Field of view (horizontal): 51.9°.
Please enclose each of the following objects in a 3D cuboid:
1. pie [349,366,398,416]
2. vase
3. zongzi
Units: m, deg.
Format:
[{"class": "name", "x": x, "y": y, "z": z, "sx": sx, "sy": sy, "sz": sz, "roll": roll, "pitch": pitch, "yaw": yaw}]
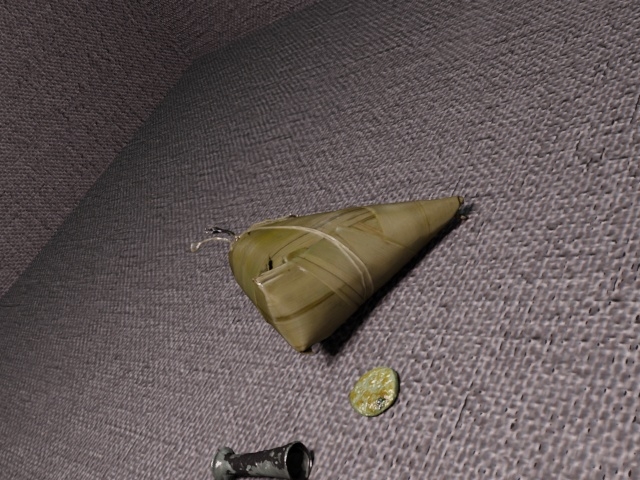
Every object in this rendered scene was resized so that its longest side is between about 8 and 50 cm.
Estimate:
[{"class": "pie", "x": 0.080, "y": 0.227, "z": 0.989, "sx": 0.085, "sy": 0.017, "sz": 0.085, "roll": -29, "pitch": 34, "yaw": 23}, {"class": "vase", "x": -0.094, "y": 0.342, "z": 1.009, "sx": 0.167, "sy": 0.059, "sz": 0.059, "roll": -18, "pitch": 39, "yaw": 37}, {"class": "zongzi", "x": 0.000, "y": 0.000, "z": 1.249, "sx": 0.418, "sy": 0.181, "sz": 0.447, "roll": -33, "pitch": 25, "yaw": -13}]
